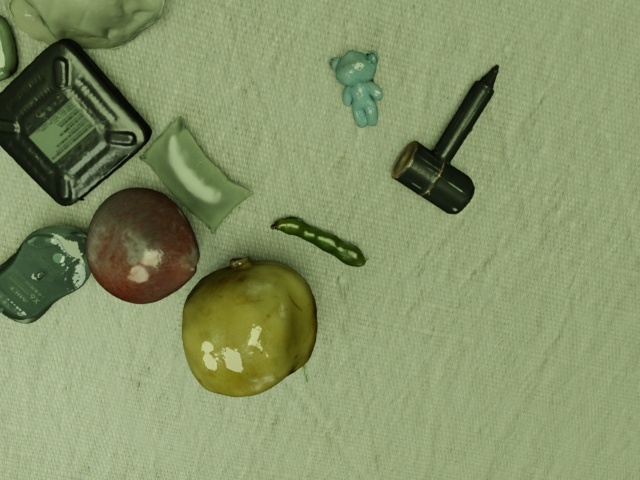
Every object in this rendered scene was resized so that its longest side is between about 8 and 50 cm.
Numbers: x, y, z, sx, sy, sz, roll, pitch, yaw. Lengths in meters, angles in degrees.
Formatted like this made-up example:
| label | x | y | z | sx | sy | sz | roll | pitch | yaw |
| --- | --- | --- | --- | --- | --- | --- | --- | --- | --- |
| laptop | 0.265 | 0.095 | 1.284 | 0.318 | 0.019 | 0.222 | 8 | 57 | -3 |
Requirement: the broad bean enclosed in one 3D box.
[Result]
| label | x | y | z | sx | sy | sz | roll | pitch | yaw |
| --- | --- | --- | --- | --- | --- | --- | --- | --- | --- |
| broad bean | 0.001 | 0.000 | 1.519 | 0.256 | 0.053 | 0.052 | 24 | 140 | -11 |

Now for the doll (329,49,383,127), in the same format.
| label | x | y | z | sx | sy | sz | roll | pitch | yaw |
| --- | --- | --- | --- | --- | --- | --- | --- | --- | --- |
| doll | 0.095 | -0.351 | 1.420 | 0.120 | 0.075 | 0.180 | -2 | 132 | 26 |

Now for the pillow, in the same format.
| label | x | y | z | sx | sy | sz | roll | pitch | yaw |
| --- | --- | --- | --- | --- | --- | --- | --- | --- | --- |
| pillow | -0.285 | -0.148 | 1.436 | 0.144 | 0.078 | 0.254 | -40 | 105 | 7 |

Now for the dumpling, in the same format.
| label | x | y | z | sx | sy | sz | roll | pitch | yaw |
| --- | --- | --- | --- | --- | --- | --- | --- | --- | --- |
| dumpling | -0.470 | -0.511 | 1.271 | 0.341 | 0.181 | 0.260 | -44 | 124 | 8 |

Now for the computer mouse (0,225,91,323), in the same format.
| label | x | y | z | sx | sy | sz | roll | pitch | yaw |
| --- | --- | --- | --- | --- | --- | --- | --- | --- | --- |
| computer mouse | -0.684 | 0.093 | 1.469 | 0.379 | 0.090 | 0.167 | -35 | 106 | 11 |

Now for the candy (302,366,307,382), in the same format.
| label | x | y | z | sx | sy | sz | roll | pitch | yaw |
| --- | --- | --- | --- | --- | --- | --- | --- | --- | --- |
| candy | -0.041 | 0.339 | 1.631 | 0.023 | 0.025 | 0.083 | -1 | 118 | 24 |

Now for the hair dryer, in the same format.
| label | x | y | z | sx | sy | sz | roll | pitch | yaw |
| --- | --- | --- | --- | --- | --- | --- | --- | --- | --- |
| hair dryer | 0.338 | -0.248 | 1.459 | 0.189 | 0.107 | 0.352 | 31 | 96 | -15 |

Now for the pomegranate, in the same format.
| label | x | y | z | sx | sy | sz | roll | pitch | yaw |
| --- | --- | --- | --- | --- | --- | --- | --- | --- | --- |
| pomegranate | -0.170 | 0.191 | 1.424 | 0.332 | 0.332 | 0.333 | -1 | 106 | -5 |

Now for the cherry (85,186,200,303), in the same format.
| label | x | y | z | sx | sy | sz | roll | pitch | yaw |
| --- | --- | --- | --- | --- | --- | --- | --- | --- | --- |
| cherry | -0.394 | 0.019 | 1.386 | 0.221 | 0.307 | 0.261 | -8 | 114 | -50 |

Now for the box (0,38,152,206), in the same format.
| label | x | y | z | sx | sy | sz | roll | pitch | yaw |
| --- | --- | --- | --- | --- | --- | --- | --- | --- | --- |
| box | -0.560 | -0.250 | 1.370 | 0.290 | 0.073 | 0.289 | -34 | 108 | 16 |

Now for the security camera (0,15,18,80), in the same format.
| label | x | y | z | sx | sy | sz | roll | pitch | yaw |
| --- | --- | --- | --- | --- | --- | --- | --- | --- | --- |
| security camera | -0.805 | -0.400 | 1.323 | 0.301 | 0.080 | 0.157 | -7 | 107 | 0 |
